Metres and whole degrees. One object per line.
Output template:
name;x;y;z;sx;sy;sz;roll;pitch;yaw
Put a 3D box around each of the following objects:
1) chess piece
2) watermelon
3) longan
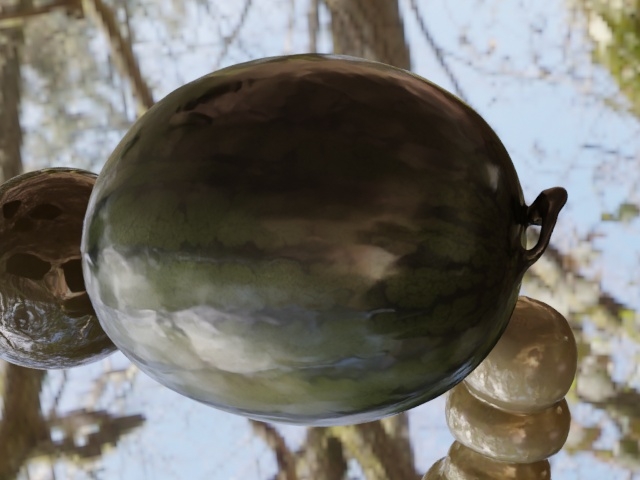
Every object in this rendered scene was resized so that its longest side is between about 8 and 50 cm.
chess piece;0.164;0.171;1.468;0.143;0.260;0.142;6;-153;-3
watermelon;0.000;0.000;1.253;0.359;0.278;0.279;4;-147;20
longan;-0.271;0.027;1.783;0.248;0.248;0.248;-3;-148;2
